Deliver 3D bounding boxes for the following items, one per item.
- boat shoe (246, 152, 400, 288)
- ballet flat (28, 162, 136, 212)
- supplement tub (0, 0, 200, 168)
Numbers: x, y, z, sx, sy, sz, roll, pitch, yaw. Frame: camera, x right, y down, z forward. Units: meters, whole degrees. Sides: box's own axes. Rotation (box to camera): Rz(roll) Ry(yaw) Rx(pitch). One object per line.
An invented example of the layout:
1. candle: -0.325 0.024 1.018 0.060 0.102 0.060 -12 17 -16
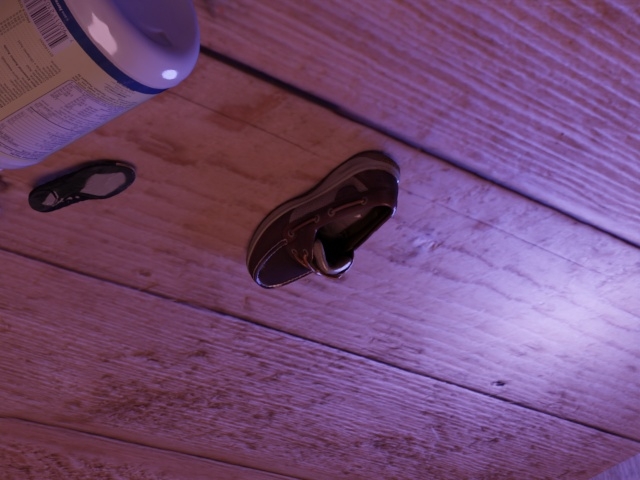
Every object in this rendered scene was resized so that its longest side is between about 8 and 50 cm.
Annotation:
1. boat shoe: 0.000 0.000 1.470 0.123 0.123 0.342 28 131 -34
2. ballet flat: -0.365 -0.086 1.398 0.173 0.049 0.057 -15 113 4
3. supplement tub: -0.330 -0.225 1.061 0.325 0.235 0.235 -24 138 23
